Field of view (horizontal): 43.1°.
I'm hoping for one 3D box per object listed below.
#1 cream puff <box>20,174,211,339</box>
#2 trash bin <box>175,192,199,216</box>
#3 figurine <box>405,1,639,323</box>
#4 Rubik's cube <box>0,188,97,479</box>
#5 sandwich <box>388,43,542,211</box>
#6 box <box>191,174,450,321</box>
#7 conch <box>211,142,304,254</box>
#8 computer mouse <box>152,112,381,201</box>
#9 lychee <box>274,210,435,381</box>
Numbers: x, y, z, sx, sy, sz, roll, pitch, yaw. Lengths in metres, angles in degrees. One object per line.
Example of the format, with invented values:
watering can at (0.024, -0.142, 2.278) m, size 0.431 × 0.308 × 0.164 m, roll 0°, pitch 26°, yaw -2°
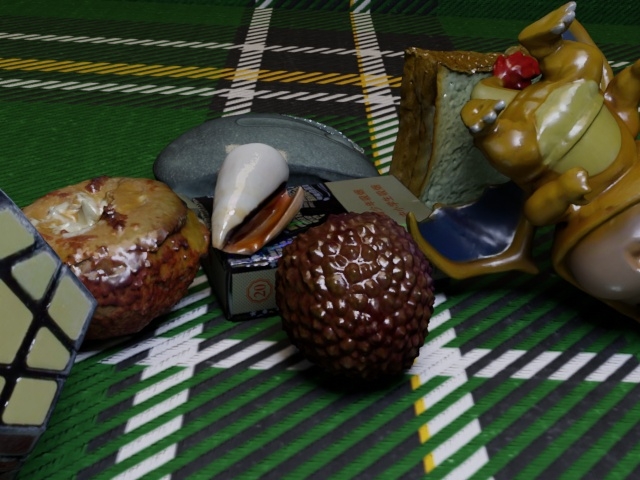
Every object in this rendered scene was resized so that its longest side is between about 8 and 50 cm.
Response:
cream puff at (-0.246, 0.020, 0.941) m, size 0.240 × 0.163 × 0.240 m, roll -11°, pitch 27°, yaw 6°
trash bin at (-0.192, -0.010, 1.064) m, size 0.043 × 0.092 × 0.061 m, roll 0°, pitch 24°, yaw -39°
figurine at (0.347, -0.092, 0.997) m, size 0.401 × 0.387 × 0.268 m, roll -56°, pitch 17°, yaw -26°
Rubik's cube at (-0.354, 0.079, 0.703) m, size 0.264 × 0.319 × 0.319 m, roll -41°, pitch 45°, yaw -17°
sandwich at (0.248, -0.165, 1.219) m, size 0.301 × 0.271 × 0.099 m, roll -13°, pitch 41°, yaw -28°
box at (0.000, 0.000, 1.081) m, size 0.310 × 0.084 × 0.198 m, roll -8°, pitch 30°, yaw -20°
conch at (-0.081, -0.051, 0.982) m, size 0.094 × 0.104 × 0.176 m, roll -31°, pitch 25°, yaw 19°
computer mouse at (-0.079, -0.138, 1.302) m, size 0.374 × 0.114 × 0.203 m, roll -5°, pitch 28°, yaw -17°
lychee at (0.044, 0.064, 0.879) m, size 0.188 × 0.188 × 0.188 m, roll 2°, pitch 28°, yaw -1°
